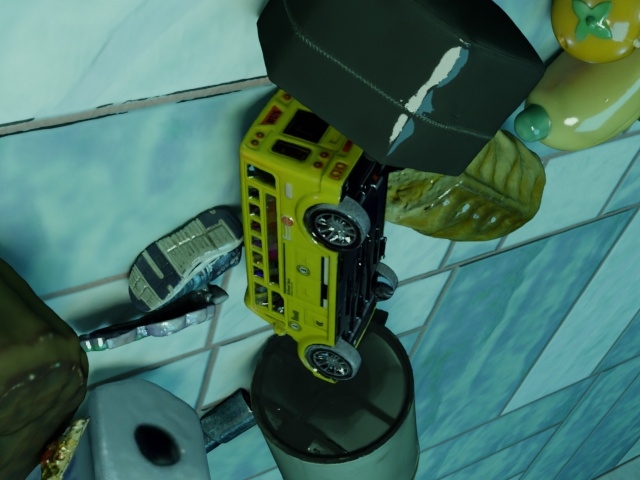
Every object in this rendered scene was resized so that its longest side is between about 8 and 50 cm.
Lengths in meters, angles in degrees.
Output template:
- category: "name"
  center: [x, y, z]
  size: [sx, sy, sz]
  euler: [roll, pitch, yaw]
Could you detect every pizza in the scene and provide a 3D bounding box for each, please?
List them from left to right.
- category: "pizza"
  center: [-0.241, 0.194, 0.944]
  size: [0.078, 0.025, 0.083]
  euler: [-64, -169, -12]

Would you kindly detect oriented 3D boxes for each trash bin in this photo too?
- category: "trash bin"
  center: [0.029, 0.252, 1.436]
  size: [0.262, 0.217, 0.277]
  euler: [77, 33, -59]

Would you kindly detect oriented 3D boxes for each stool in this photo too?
- category: "stool"
  center: [0.064, -0.166, 0.873]
  size: [0.232, 0.232, 0.141]
  euler: [5, 128, -49]

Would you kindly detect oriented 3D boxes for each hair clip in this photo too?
- category: "hair clip"
  center: [-0.187, 0.083, 1.119]
  size: [0.195, 0.052, 0.124]
  euler: [-19, 180, -33]

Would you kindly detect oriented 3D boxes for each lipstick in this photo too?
- category: "lipstick"
  center: [-0.194, 0.294, 1.447]
  size: [0.234, 0.053, 0.053]
  euler: [-33, 151, 4]

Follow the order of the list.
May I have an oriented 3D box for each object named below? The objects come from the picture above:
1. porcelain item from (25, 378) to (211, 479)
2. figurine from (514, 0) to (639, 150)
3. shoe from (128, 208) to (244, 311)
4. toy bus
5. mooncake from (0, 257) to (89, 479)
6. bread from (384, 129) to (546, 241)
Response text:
- category: "porcelain item"
  center: [-0.296, 0.362, 1.243]
  size: [0.178, 0.242, 0.405]
  euler: [18, 126, -33]
- category: "figurine"
  center: [0.340, -0.242, 1.152]
  size: [0.222, 0.124, 0.324]
  euler: [-2, 134, -40]
- category: "shoe"
  center: [-0.141, 0.027, 1.095]
  size: [0.143, 0.064, 0.071]
  euler: [-37, 151, -9]
- category: "toy bus"
  center: [0.000, 0.000, 1.077]
  size: [0.331, 0.151, 0.145]
  euler: [92, 22, -49]
- category: "mooncake"
  center: [-0.346, 0.151, 0.891]
  size: [0.290, 0.161, 0.290]
  euler: [-46, 166, -15]
- category: "bread"
  center: [0.174, -0.071, 1.213]
  size: [0.152, 0.130, 0.268]
  euler: [-50, 149, 17]
